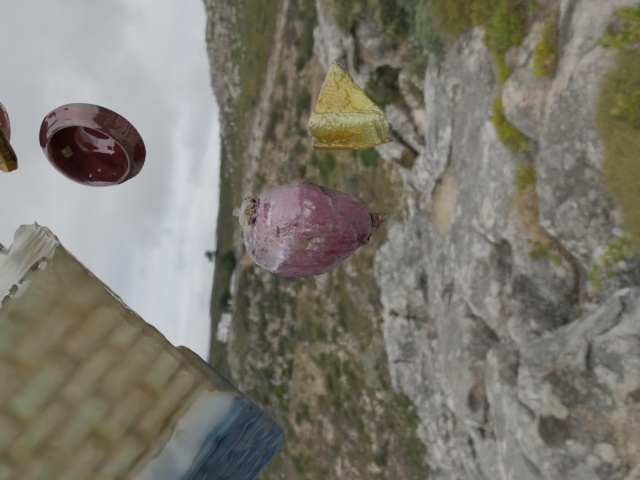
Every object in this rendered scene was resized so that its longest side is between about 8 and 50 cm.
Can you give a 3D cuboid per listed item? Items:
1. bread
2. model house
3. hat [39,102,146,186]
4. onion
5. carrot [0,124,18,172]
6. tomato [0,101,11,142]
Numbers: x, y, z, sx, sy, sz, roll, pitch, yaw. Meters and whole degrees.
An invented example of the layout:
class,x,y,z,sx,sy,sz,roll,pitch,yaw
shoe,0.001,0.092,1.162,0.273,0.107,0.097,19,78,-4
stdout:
class,x,y,z,sx,sy,sz,roll,pitch,yaw
bread,0.065,-0.271,1.384,0.140,0.169,0.160,65,-152,-66
model house,-0.300,0.242,0.756,0.395,0.400,0.445,-54,28,-15
hat,-0.433,-0.190,1.327,0.205,0.206,0.089,103,175,-48
onion,0.000,0.000,1.474,0.267,0.349,0.159,146,127,-63
carrot,-0.600,-0.204,1.267,0.042,0.042,0.170,-94,-4,-57
tomato,-0.850,-0.239,1.480,0.341,0.342,0.272,-131,61,-81
